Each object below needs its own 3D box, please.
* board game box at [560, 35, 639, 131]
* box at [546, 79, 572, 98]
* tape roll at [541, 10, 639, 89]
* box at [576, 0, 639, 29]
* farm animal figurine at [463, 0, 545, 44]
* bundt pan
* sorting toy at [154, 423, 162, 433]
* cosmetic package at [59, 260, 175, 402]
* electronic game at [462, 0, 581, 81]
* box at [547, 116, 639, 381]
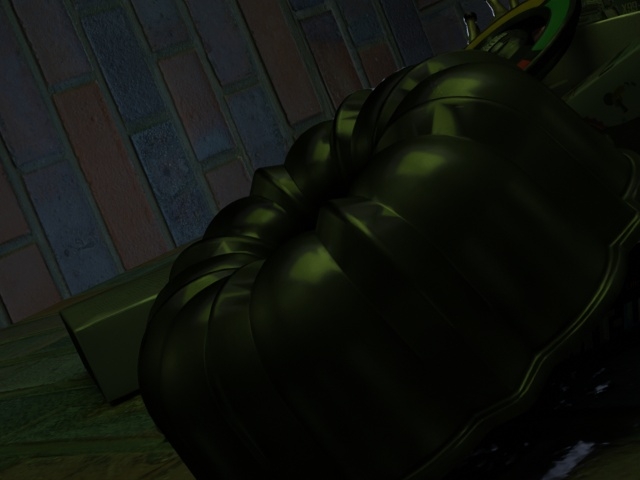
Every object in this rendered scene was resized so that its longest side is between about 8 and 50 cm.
[{"bbox_3d":[0.291,-0.122,1.157,0.303,0.097,0.224,-38,-1,25],"label":"board game box"},{"bbox_3d":[0.237,-0.103,1.399,0.091,0.130,0.170,-29,9,-32],"label":"box"},{"bbox_3d":[0.435,-0.221,1.478,0.392,0.072,0.392,-8,-4,-1],"label":"tape roll"},{"bbox_3d":[0.487,-0.303,1.504,0.307,0.076,0.242,-9,-6,22],"label":"box"},{"bbox_3d":[0.235,-0.185,1.716,0.326,0.172,0.330,-21,-37,15],"label":"farm animal figurine"},{"bbox_3d":[0.022,0.010,0.681,0.331,0.124,0.331,-38,17,13],"label":"bundt pan"},{"bbox_3d":[-0.021,0.103,1.011,0.208,0.038,0.193,-25,4,25],"label":"sorting toy"},{"bbox_3d":[-0.168,0.080,1.439,0.284,0.097,0.377,-26,7,-13],"label":"cosmetic package"},{"bbox_3d":[0.212,-0.214,1.371,0.229,0.048,0.229,-39,19,16],"label":"electronic game"},{"bbox_3d":[0.194,-0.008,0.838,0.293,0.073,0.295,-23,15,-3],"label":"box"}]
